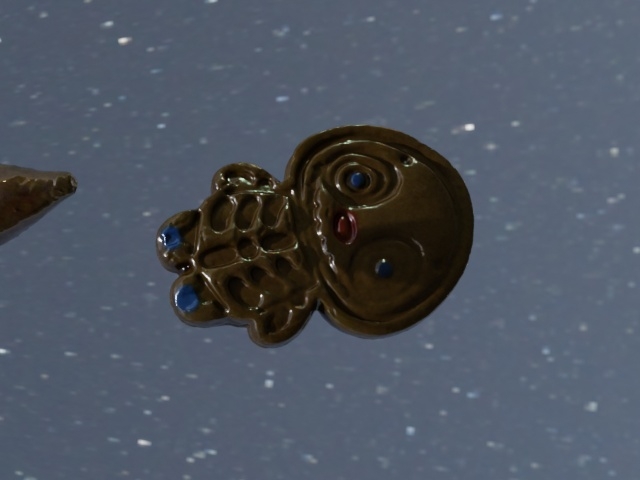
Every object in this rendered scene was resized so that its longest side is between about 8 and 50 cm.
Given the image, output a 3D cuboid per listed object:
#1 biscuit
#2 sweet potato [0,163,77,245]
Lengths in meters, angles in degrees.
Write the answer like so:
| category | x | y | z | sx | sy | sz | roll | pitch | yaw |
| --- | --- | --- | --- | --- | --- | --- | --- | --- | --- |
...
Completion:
| category | x | y | z | sx | sy | sz | roll | pitch | yaw |
| --- | --- | --- | --- | --- | --- | --- | --- | --- | --- |
| biscuit | 0.000 | 0.000 | 0.890 | 0.175 | 0.026 | 0.124 | -15 | -108 | -9 |
| sweet potato | -0.198 | -0.010 | 0.706 | 0.051 | 0.218 | 0.065 | 56 | -137 | -45 |
